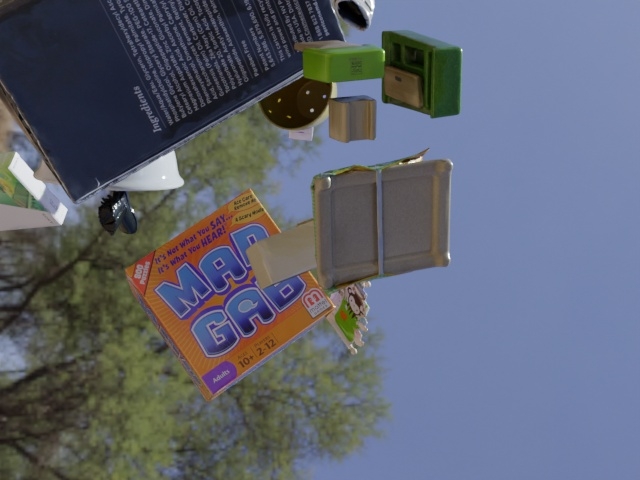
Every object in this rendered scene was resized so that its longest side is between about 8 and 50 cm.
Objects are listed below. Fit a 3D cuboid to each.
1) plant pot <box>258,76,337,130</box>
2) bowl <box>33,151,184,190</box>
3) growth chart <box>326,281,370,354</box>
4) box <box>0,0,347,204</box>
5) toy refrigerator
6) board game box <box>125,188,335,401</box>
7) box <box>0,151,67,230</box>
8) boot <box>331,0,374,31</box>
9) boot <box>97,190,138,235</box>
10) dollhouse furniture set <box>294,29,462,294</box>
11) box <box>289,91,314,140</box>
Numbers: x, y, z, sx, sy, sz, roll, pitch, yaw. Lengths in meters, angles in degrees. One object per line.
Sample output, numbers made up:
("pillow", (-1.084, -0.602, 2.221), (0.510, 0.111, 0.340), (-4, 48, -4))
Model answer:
("plant pot", (-0.025, -0.243, 1.499), (0.134, 0.095, 0.134), (-1, -93, 23))
("bowl", (-0.421, -0.184, 1.806), (0.298, 0.297, 0.134), (20, -72, 59))
("growth chart", (0.069, 0.153, 2.230), (0.172, 0.021, 0.237), (46, -43, 40))
("box", (-0.299, -0.354, 1.411), (0.480, 0.471, 0.297), (38, -23, 55))
("toy refrigerator", (0.000, 0.000, 1.729), (0.094, 0.269, 0.102), (69, -19, 3))
("board game box", (-0.232, 0.151, 2.251), (0.357, 0.356, 0.356), (54, -14, 5))
("box", (-0.809, -0.108, 2.166), (0.321, 0.232, 0.059), (-6, -126, 19))
("boot", (0.052, -0.659, 2.332), (0.095, 0.258, 0.123), (-31, -145, 30))
("boot", (-0.414, -0.044, 1.840), (0.099, 0.045, 0.121), (-79, 164, -57))
("dollhouse furniture set", (0.060, -0.108, 1.169), (0.151, 0.197, 0.302), (-141, -134, -61))
("box", (-0.050, -0.414, 2.487), (0.063, 0.067, 0.324), (99, -8, -52))
